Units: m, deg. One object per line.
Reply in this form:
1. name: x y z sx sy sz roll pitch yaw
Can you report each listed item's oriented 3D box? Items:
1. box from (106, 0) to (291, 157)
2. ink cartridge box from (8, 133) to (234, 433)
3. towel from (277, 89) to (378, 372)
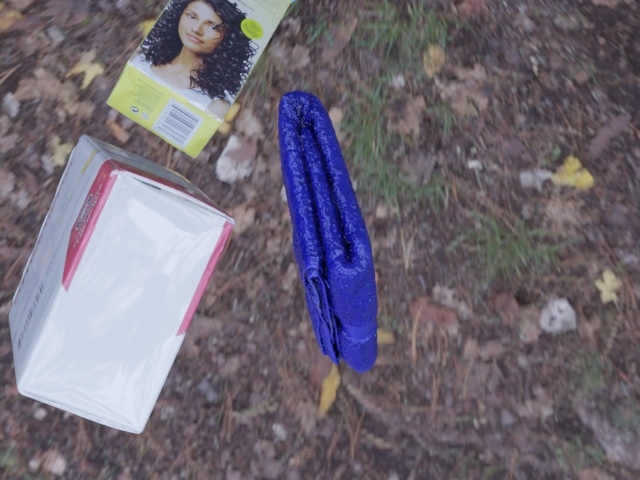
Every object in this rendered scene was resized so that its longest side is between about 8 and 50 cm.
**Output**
1. box: -0.079 -0.176 1.121 0.087 0.232 0.058 31 140 -9
2. ink cartridge box: -0.208 0.031 1.394 0.131 0.306 0.226 22 95 -16
3. towel: 0.000 0.000 1.546 0.076 0.308 0.227 -16 66 -4
